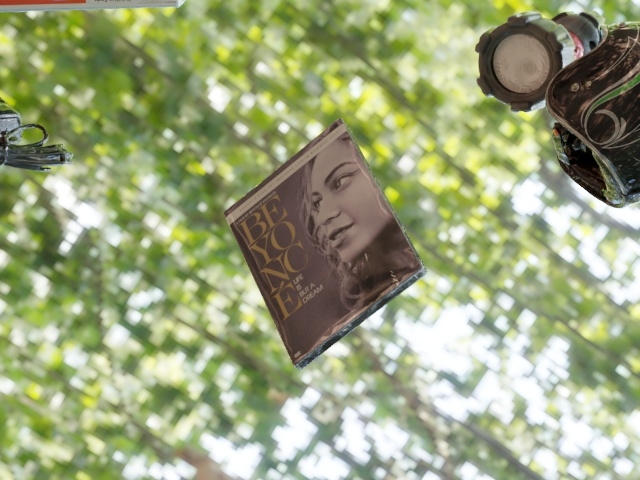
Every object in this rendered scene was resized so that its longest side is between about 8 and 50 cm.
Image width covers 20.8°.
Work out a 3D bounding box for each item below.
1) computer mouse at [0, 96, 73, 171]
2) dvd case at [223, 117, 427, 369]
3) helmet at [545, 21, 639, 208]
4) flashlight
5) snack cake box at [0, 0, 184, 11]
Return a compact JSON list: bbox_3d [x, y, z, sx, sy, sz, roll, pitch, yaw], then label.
[{"bbox_3d":[-0.404,-0.136,1.855,0.272,0.188,0.072,43,-66,40],"label":"computer mouse"},{"bbox_3d":[0.000,0.000,1.759,0.164,0.018,0.221,-38,-131,14],"label":"dvd case"},{"bbox_3d":[0.308,-0.129,1.696,0.161,0.169,0.169,-41,-160,-8],"label":"helmet"},{"bbox_3d":[0.252,-0.206,1.889,0.103,0.103,0.304,-3,-169,23],"label":"flashlight"},{"bbox_3d":[-0.283,-0.339,1.952,0.089,0.264,0.152,-69,158,-68],"label":"snack cake box"}]
